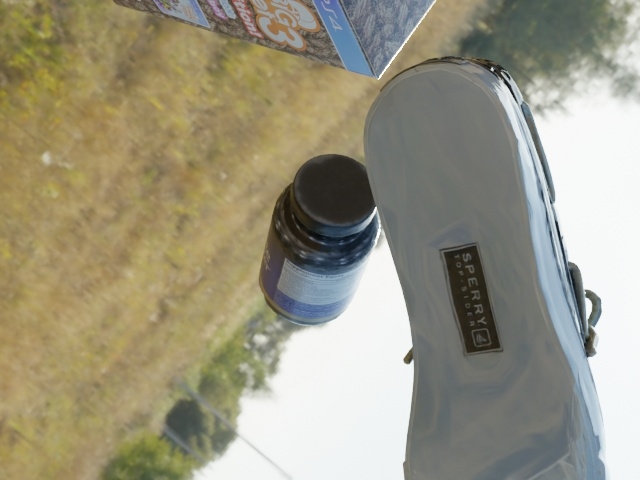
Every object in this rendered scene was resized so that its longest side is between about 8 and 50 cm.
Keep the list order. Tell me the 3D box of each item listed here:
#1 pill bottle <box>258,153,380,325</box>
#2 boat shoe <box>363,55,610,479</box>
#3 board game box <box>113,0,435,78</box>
[{"bbox_3d":[0.000,0.000,1.180,0.123,0.123,0.219,-50,168,-30],"label":"pill bottle"},{"bbox_3d":[0.097,0.051,0.567,0.113,0.306,0.105,-13,-175,29],"label":"boat shoe"},{"bbox_3d":[-0.029,-0.282,0.782,0.232,0.291,0.141,-54,143,-17],"label":"board game box"}]
